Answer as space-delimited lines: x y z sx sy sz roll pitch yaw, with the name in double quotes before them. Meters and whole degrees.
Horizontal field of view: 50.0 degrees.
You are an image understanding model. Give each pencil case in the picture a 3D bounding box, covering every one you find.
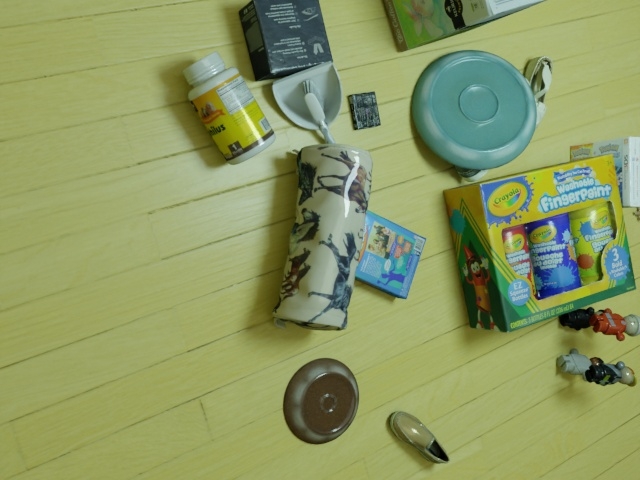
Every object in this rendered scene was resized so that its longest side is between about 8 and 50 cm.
"pencil case" 0.000 0.000 1.484 0.160 0.184 0.410 14 84 -47

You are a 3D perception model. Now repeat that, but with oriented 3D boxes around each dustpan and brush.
"dustpan and brush" -0.003 -0.279 1.529 0.211 0.147 0.060 59 17 -48

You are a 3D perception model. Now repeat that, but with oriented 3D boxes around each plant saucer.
"plant saucer" 0.012 0.369 1.564 0.199 0.036 0.198 -1 91 -29
"plant saucer" 0.385 -0.330 1.687 0.318 0.043 0.317 1 78 -6

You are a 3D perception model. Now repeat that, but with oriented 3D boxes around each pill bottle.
"pill bottle" -0.191 -0.271 1.406 0.117 0.117 0.215 -37 106 -23

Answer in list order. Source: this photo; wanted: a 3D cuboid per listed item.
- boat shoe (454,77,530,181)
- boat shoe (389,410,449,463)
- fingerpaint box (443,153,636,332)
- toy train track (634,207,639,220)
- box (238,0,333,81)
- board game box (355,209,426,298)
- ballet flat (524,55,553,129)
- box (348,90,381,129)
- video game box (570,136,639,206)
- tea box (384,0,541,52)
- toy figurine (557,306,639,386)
"boat shoe" 0.429 -0.304 1.746 0.099 0.116 0.319 36 79 -28
"boat shoe" 0.249 0.480 1.671 0.190 0.072 0.068 41 72 -22
"fingerpaint box" 0.575 -0.001 1.775 0.445 0.163 0.370 -13 94 -24
"toy train track" 0.973 -0.102 2.100 0.048 0.014 0.083 -3 86 -21
"box" -0.075 -0.439 1.482 0.156 0.093 0.158 -17 97 -28
"board game box" 0.136 0.029 1.624 0.210 0.047 0.160 25 79 -26
"ballet flat" 0.574 -0.381 1.843 0.086 0.086 0.248 17 82 -28
"box" 0.105 -0.307 1.623 0.067 0.018 0.083 -15 97 -28
"video game box" 0.779 -0.180 1.885 0.048 0.205 0.186 2 89 -27
"tea box" 0.304 -0.644 1.557 0.220 0.324 0.328 -24 101 -27
"toy figurine" 0.763 0.287 1.872 0.148 0.213 0.209 5 87 -15
